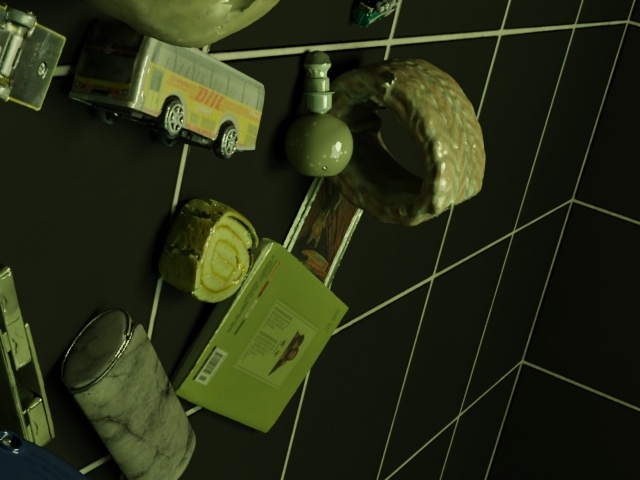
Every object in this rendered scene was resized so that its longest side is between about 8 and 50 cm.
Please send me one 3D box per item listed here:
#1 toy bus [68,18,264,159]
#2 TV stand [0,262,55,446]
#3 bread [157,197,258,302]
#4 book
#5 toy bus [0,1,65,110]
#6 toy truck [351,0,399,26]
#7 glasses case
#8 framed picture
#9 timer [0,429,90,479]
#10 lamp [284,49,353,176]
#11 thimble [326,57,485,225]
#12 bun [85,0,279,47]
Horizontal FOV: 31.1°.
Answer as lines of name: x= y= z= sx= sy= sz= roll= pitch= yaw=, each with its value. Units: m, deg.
toy bus: x=-0.147 y=-0.151 z=1.183 sx=0.268 sy=0.092 sz=0.106 roll=15 pitch=87 yaw=-67
TV stand: x=-0.305 y=0.119 z=1.132 sx=0.042 sy=0.036 sz=0.249 roll=-46 pitch=148 yaw=-39
bread: x=-0.134 y=0.014 z=1.383 sx=0.117 sy=0.064 sz=0.156 roll=-62 pitch=158 yaw=-5
book: x=-0.080 y=0.145 z=1.629 sx=0.239 sy=0.035 sz=0.352 roll=-58 pitch=156 yaw=-6
toy bus: x=-0.285 y=-0.164 z=0.882 sx=0.226 sy=0.074 sz=0.081 roll=14 pitch=98 yaw=-67
toy truck: x=0.077 y=-0.324 z=1.586 sx=0.083 sy=0.039 sz=0.044 roll=-38 pitch=159 yaw=-48
glasses case: x=-0.222 y=0.203 z=1.356 sx=0.114 sy=0.060 sz=0.299 roll=-57 pitch=154 yaw=-26
framed picture: x=0.000 y=0.000 z=1.725 sx=0.273 sy=0.016 sz=0.216 roll=-66 pitch=157 yaw=-5
timer: x=-0.364 y=0.385 z=1.031 sx=0.383 sy=0.270 sz=0.270 roll=-58 pitch=160 yaw=15
lamp: x=-0.004 y=-0.166 z=1.505 sx=0.091 sy=0.091 sz=0.163 roll=-23 pitch=114 yaw=-59
thimble: x=0.105 y=-0.135 z=1.581 sx=0.148 sy=0.196 sz=0.229 roll=-25 pitch=93 yaw=-52
bun: x=-0.084 y=-0.349 z=0.975 sx=0.362 sy=0.234 sz=0.326 roll=-63 pitch=152 yaw=-28
